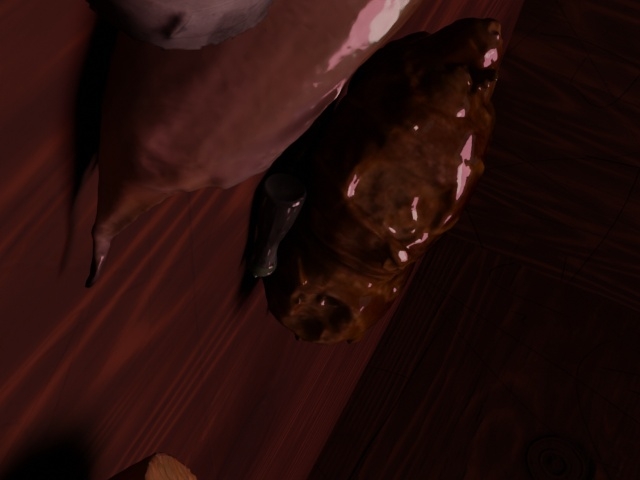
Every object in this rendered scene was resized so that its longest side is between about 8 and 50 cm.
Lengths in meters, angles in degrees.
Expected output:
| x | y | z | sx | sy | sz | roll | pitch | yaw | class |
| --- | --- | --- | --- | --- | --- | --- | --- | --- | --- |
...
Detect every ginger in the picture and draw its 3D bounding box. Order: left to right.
| x | y | z | sx | sy | sz | roll | pitch | yaw | class |
| --- | --- | --- | --- | --- | --- | --- | --- | --- | --- |
| 0.067 | -0.071 | 1.281 | 0.357 | 0.152 | 0.274 | -59 | -176 | 43 | ginger |

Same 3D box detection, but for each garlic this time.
| x | y | z | sx | sy | sz | roll | pitch | yaw | class |
| --- | --- | --- | --- | --- | --- | --- | --- | --- | --- |
| -0.024 | -0.127 | 0.703 | 0.338 | 0.151 | 0.196 | -63 | -176 | -16 | garlic |

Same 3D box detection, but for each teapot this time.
| x | y | z | sx | sy | sz | roll | pitch | yaw | class |
| --- | --- | --- | --- | --- | --- | --- | --- | --- | --- |
| -0.046 | -0.012 | 1.202 | 0.043 | 0.043 | 0.110 | -58 | 173 | -44 | teapot |

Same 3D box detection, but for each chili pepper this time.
| x | y | z | sx | sy | sz | roll | pitch | yaw | class |
| --- | --- | --- | --- | --- | --- | --- | --- | --- | --- |
| -0.015 | -0.095 | 1.241 | 0.083 | 0.017 | 0.030 | -61 | -174 | -27 | chili pepper |

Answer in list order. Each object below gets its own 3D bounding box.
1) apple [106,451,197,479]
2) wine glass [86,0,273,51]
| x | y | z | sx | sy | sz | roll | pitch | yaw | class |
| --- | --- | --- | --- | --- | --- | --- | --- | --- | --- |
| -0.127 | 0.307 | 0.865 | 0.314 | 0.252 | 0.309 | -67 | 160 | -12 | apple |
| -0.057 | -0.160 | 0.457 | 0.204 | 0.111 | 0.111 | 88 | 27 | -64 | wine glass |
